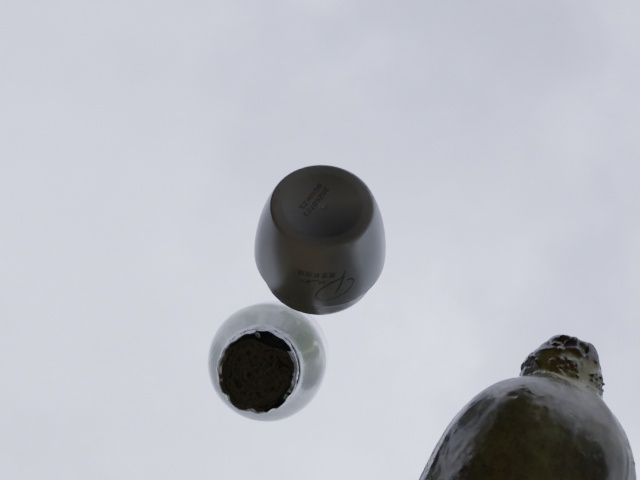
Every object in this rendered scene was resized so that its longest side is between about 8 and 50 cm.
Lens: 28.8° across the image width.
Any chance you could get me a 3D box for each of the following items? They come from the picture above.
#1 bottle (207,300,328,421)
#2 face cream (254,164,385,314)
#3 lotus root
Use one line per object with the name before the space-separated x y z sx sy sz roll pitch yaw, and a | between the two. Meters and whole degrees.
bottle | -0.049 0.114 1.165 0.112 0.260 0.112 0 -91 1
face cream | 0.000 0.000 1.090 0.117 0.104 0.117 1 -125 -1
lotus root | 0.138 0.212 0.918 0.173 0.173 0.309 23 -101 13
